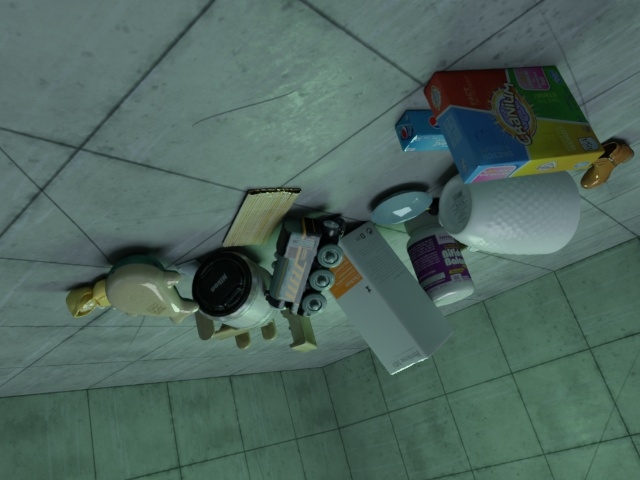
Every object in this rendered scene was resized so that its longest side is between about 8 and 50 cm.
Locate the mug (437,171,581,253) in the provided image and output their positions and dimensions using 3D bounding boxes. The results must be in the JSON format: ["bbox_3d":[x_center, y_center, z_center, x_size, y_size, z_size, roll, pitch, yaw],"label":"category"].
[{"bbox_3d":[0.514,-0.089,1.584,0.328,0.276,0.374,0,172,-21],"label":"mug"}]

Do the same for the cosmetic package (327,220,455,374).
[{"bbox_3d":[0.198,0.191,1.733,0.161,0.453,0.230,-32,170,-36],"label":"cosmetic package"}]

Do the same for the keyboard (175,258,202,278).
[{"bbox_3d":[-0.396,0.111,1.747,0.072,0.014,0.256,-23,159,3],"label":"keyboard"}]

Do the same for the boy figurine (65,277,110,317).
[{"bbox_3d":[-0.624,0.162,1.601,0.285,0.092,0.177,-11,161,-20],"label":"boy figurine"}]

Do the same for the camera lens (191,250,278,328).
[{"bbox_3d":[-0.264,0.166,1.684,0.219,0.219,0.274,-20,158,10],"label":"camera lens"}]

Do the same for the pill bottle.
[{"bbox_3d":[0.390,0.058,1.772,0.169,0.301,0.169,-15,159,-6],"label":"pill bottle"}]

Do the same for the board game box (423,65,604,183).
[{"bbox_3d":[0.407,-0.252,1.111,0.317,0.242,0.064,-9,156,-19],"label":"board game box"}]

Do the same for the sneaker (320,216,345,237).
[{"bbox_3d":[0.000,0.000,1.672,0.078,0.106,0.234,34,118,-10],"label":"sneaker"}]

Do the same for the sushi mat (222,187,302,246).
[{"bbox_3d":[-0.171,-0.059,1.476,0.151,0.019,0.316,-4,156,-26],"label":"sushi mat"}]

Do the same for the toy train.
[{"bbox_3d":[-0.053,0.080,1.566,0.190,0.142,0.334,12,119,-11],"label":"toy train"}]

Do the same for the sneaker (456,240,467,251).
[{"bbox_3d":[0.547,0.026,2.147,0.192,0.064,0.086,-31,162,34],"label":"sneaker"}]

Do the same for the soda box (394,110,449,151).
[{"bbox_3d":[0.287,-0.259,1.236,0.210,0.071,0.067,-6,157,-24],"label":"soda box"}]

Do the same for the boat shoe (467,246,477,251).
[{"bbox_3d":[0.712,0.006,2.184,0.083,0.075,0.226,3,151,-40],"label":"boat shoe"}]

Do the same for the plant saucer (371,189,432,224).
[{"bbox_3d":[0.245,-0.111,1.611,0.195,0.037,0.195,-12,155,-6],"label":"plant saucer"}]

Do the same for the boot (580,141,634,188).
[{"bbox_3d":[0.911,-0.249,1.713,0.152,0.073,0.197,3,140,-43],"label":"boot"}]

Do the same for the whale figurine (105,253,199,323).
[{"bbox_3d":[-0.481,0.140,1.514,0.216,0.141,0.272,-38,130,19],"label":"whale figurine"}]

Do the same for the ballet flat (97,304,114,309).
[{"bbox_3d":[-0.684,0.196,1.689,0.168,0.052,0.057,-1,154,-33],"label":"ballet flat"}]

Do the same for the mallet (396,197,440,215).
[{"bbox_3d":[0.304,-0.094,1.712,0.190,0.039,0.062,-12,155,0],"label":"mallet"}]

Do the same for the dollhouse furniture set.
[{"bbox_3d":[-0.246,0.367,2.142,0.394,0.256,0.362,-20,158,9],"label":"dollhouse furniture set"}]
